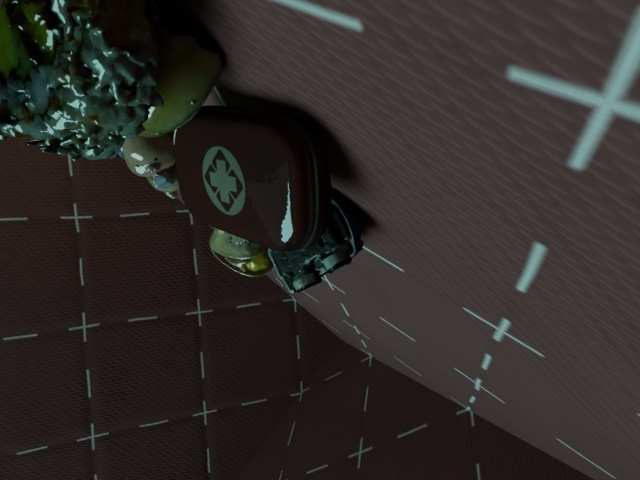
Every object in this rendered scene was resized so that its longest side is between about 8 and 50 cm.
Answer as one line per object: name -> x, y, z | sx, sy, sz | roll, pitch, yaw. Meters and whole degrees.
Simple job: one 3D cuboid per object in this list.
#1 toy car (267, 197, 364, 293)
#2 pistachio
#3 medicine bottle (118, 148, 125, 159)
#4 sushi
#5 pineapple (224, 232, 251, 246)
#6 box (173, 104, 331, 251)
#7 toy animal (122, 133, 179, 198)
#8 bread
toy car -> 0.000, 0.000, 1.052 | 0.235, 0.158, 0.172 | -31, 83, 37
pistachio -> -0.296, 0.014, 1.782 | 0.309, 0.230, 0.230 | 39, 170, 40
medicine bottle -> -0.670, -0.353, 1.718 | 0.288, 0.157, 0.157 | 44, 166, -18
sushi -> -0.402, -0.319, 0.691 | 0.417, 0.418, 0.175 | 33, -152, 26
pineapple -> -0.210, -0.074, 1.458 | 0.161, 0.176, 0.136 | -3, -177, 36
box -> -0.148, -0.125, 0.903 | 0.403, 0.108, 0.263 | 18, 120, 40
toy animal -> -0.542, -0.269, 1.532 | 0.256, 0.195, 0.213 | 54, -163, -81
bread -> -0.329, -0.295, 0.869 | 0.171, 0.192, 0.314 | 26, -176, -41
